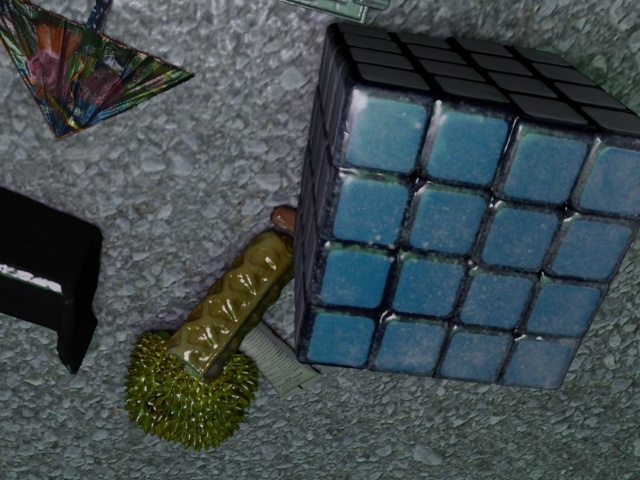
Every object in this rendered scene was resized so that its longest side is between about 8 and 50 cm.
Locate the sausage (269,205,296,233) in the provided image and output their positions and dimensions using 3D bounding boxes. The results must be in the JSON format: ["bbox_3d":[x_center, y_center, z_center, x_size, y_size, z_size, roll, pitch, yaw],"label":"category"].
[{"bbox_3d":[0.000,0.000,1.043,0.186,0.043,0.043,34,112,-19],"label":"sausage"}]

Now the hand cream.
[{"bbox_3d":[-0.107,0.188,1.137,0.095,0.059,0.276,-32,121,12],"label":"hand cream"}]

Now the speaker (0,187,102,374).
[{"bbox_3d":[-0.514,0.037,0.963,0.388,0.180,0.184,24,120,-15],"label":"speaker"}]

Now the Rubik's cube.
[{"bbox_3d":[0.151,-0.055,0.807,0.337,0.344,0.344,6,118,-6],"label":"Rubik's cube"}]

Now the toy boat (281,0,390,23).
[{"bbox_3d":[-0.056,-0.380,0.804,0.319,0.092,0.141,12,110,-10],"label":"toy boat"}]

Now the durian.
[{"bbox_3d":[-0.226,0.264,1.097,0.237,0.177,0.200,28,157,-27],"label":"durian"}]

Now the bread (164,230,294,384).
[{"bbox_3d":[-0.129,0.097,1.007,0.098,0.087,0.269,41,74,-10],"label":"bread"}]

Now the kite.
[{"bbox_3d":[-0.352,-0.246,0.908,0.321,0.016,0.234,22,117,-13],"label":"kite"}]
